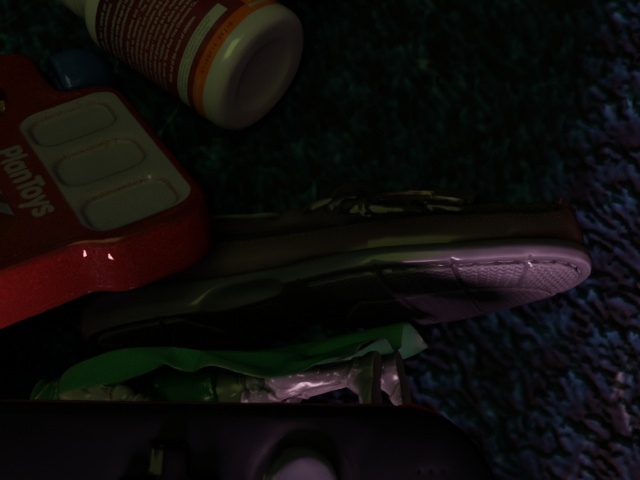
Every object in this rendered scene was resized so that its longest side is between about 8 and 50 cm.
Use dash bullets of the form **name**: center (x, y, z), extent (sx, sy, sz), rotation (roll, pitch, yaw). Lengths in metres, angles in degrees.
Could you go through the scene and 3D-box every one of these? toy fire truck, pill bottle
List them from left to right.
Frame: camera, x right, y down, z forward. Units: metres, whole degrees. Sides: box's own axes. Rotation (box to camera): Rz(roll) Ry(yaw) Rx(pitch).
- **toy fire truck**: center (-0.224, -0.031, 0.823), extent (0.254, 0.169, 0.302), rotation (-20, 34, -16)
- **pill bottle**: center (-0.092, -0.141, 0.869), extent (0.152, 0.086, 0.086), rotation (34, 86, 22)

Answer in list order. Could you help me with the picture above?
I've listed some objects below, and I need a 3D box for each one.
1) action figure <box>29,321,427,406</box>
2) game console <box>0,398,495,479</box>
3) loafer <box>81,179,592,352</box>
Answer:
- **action figure**: center (-0.068, 0.087, 0.789), extent (0.232, 0.137, 0.063), rotation (-7, 81, 23)
- **game console**: center (-0.060, 0.266, 0.613), extent (0.060, 0.342, 0.386), rotation (-10, 77, 56)
- **loafer**: center (0.000, 0.000, 0.793), extent (0.303, 0.109, 0.095), rotation (-10, 67, 17)
